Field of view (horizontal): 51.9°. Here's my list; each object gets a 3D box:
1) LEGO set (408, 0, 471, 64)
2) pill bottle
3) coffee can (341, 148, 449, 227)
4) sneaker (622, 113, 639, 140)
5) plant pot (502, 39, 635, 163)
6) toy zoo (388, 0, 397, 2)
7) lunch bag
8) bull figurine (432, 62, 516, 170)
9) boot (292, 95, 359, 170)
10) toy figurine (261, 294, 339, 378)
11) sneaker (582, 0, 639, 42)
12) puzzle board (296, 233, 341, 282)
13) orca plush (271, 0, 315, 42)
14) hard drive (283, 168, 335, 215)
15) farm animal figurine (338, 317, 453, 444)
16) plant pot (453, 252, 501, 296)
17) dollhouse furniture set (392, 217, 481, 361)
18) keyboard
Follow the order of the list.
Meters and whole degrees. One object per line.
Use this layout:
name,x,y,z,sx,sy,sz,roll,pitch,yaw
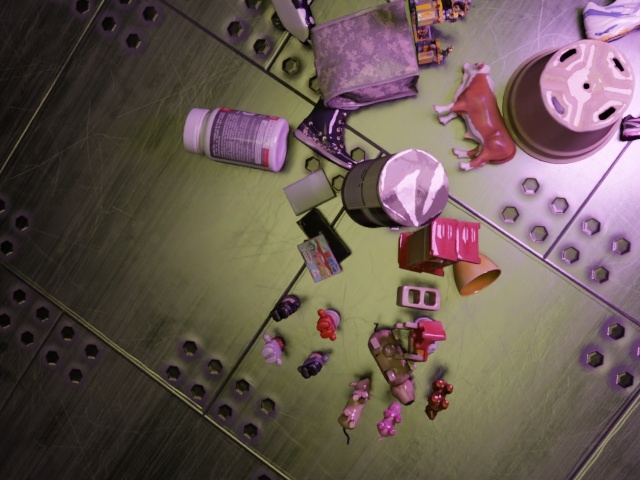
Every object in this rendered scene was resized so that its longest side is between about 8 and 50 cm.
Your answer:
LEGO set,0.344,-0.640,1.783,0.192,0.331,0.255,-9,70,7
pill bottle,-0.248,-0.304,1.947,0.283,0.161,0.161,12,94,8
coffee can,0.195,-0.135,1.795,0.201,0.275,0.202,0,91,-18
sneaker,0.922,-0.329,1.810,0.178,0.072,0.077,-6,81,4
plant pot,0.668,-0.380,1.727,0.333,0.305,0.334,0,92,8
toy zoo,0.188,-0.856,1.923,0.192,0.030,0.293,-41,86,8
lunch bag,0.120,-0.513,1.868,0.286,0.169,0.235,-11,80,5
bull figurine,0.438,-0.352,1.870,0.188,0.101,0.311,-24,86,13
boot,0.057,-0.321,1.939,0.236,0.085,0.179,32,94,5
toy figurine,-0.061,0.285,1.954,0.212,0.148,0.210,17,100,6
sneaker,0.866,-0.639,1.785,0.296,0.112,0.131,-18,89,8
puzzle board,-0.005,0.055,1.979,0.096,0.011,0.128,-25,93,24
orca plush,-0.096,-0.722,1.964,0.287,0.102,0.151,45,143,15
hard drive,-0.034,-0.145,1.989,0.135,0.022,0.094,-26,88,9
farm animal figurine,0.200,0.402,1.901,0.330,0.172,0.327,-7,72,-4
plant pot,0.434,0.083,1.881,0.134,0.134,0.095,-32,63,9
dollhouse furniture set,0.316,0.141,1.790,0.152,0.201,0.374,9,76,-19
keyboard,0.000,0.000,1.987,0.108,0.023,0.180,-39,85,18
